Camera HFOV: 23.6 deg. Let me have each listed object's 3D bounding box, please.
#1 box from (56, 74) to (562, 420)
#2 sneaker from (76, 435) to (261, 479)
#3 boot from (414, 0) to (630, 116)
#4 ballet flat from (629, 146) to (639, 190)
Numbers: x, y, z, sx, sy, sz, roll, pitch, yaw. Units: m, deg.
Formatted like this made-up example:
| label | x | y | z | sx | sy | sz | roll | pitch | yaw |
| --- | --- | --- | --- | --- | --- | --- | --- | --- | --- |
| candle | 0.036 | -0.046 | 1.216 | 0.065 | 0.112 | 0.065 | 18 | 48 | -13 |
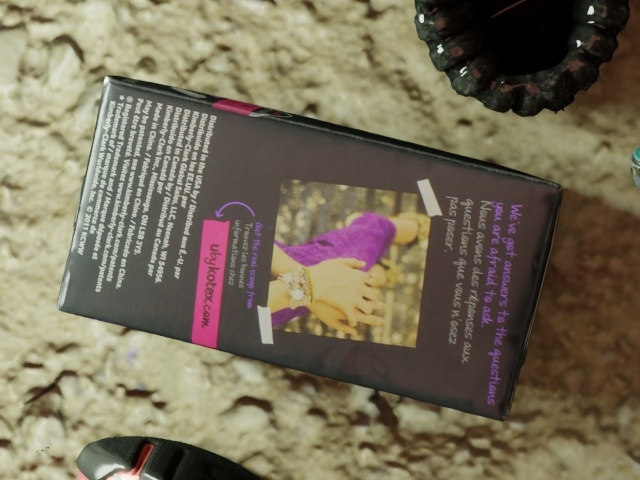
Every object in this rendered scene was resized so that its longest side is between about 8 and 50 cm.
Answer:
| label | x | y | z | sx | sy | sz | roll | pitch | yaw |
| --- | --- | --- | --- | --- | --- | --- | --- | --- | --- |
| box | 0.000 | 0.000 | 0.933 | 0.270 | 0.165 | 0.143 | 14 | 95 | 6 |
| sneaker | -0.042 | 0.247 | 0.978 | 0.314 | 0.116 | 0.136 | 34 | 98 | 4 |
| boot | 0.092 | -0.239 | 0.861 | 0.131 | 0.260 | 0.348 | -15 | 91 | 8 |
| ballet flat | 0.254 | -0.047 | 0.968 | 0.114 | 0.041 | 0.041 | -8 | 92 | 8 |
